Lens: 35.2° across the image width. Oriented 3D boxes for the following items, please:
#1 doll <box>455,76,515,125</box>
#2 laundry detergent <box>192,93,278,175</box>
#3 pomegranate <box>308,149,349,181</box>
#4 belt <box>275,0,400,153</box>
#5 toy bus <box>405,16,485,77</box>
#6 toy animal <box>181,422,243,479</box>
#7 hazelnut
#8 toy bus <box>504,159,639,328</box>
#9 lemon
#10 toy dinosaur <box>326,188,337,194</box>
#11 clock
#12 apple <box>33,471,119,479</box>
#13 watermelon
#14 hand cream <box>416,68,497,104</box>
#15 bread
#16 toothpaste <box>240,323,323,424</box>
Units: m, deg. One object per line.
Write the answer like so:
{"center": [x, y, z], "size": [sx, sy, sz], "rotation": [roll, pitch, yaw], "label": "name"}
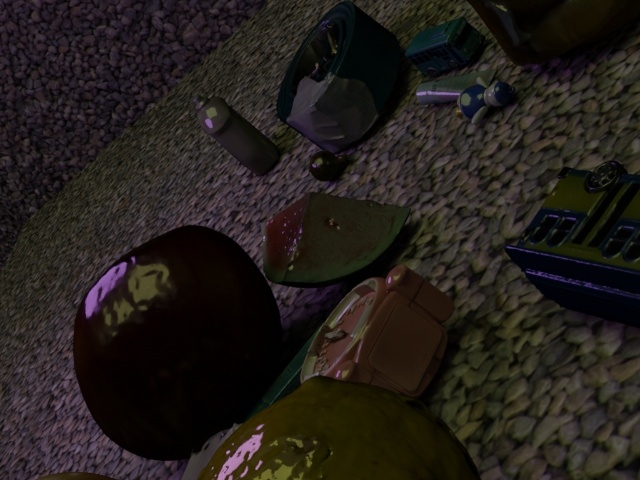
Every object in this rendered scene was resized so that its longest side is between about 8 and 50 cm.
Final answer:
{"center": [0.306, -0.263, 1.871], "size": [0.143, 0.058, 0.098], "rotation": [-15, 62, 51], "label": "doll"}
{"center": [-0.225, -0.282, 2.566], "size": [0.091, 0.253, 0.181], "rotation": [-45, 24, 11], "label": "laundry detergent"}
{"center": [0.017, -0.166, 2.212], "size": [0.085, 0.073, 0.073], "rotation": [-12, 41, 31], "label": "pomegranate"}
{"center": [0.041, -0.381, 2.363], "size": [0.300, 0.173, 0.436], "rotation": [-47, 19, 27], "label": "belt"}
{"center": [0.260, -0.408, 2.119], "size": [0.160, 0.092, 0.079], "rotation": [-4, 51, 58], "label": "toy bus"}
{"center": [-0.124, 0.382, 1.528], "size": [0.208, 0.156, 0.204], "rotation": [-45, 21, 53], "label": "toy animal"}
{"center": [-0.254, 0.191, 1.812], "size": [0.421, 0.353, 0.420], "rotation": [-20, 52, 28], "label": "hazelnut"}
{"center": [0.382, 0.009, 1.231], "size": [0.175, 0.138, 0.288], "rotation": [-53, 24, -11], "label": "toy bus"}
{"center": [0.011, 0.338, 1.131], "size": [0.387, 0.350, 0.349], "rotation": [-49, 18, 42], "label": "lemon"}
{"center": [-0.016, -0.046, 2.128], "size": [0.058, 0.037, 0.180], "rotation": [-1, 56, 29], "label": "toy dinosaur"}
{"center": [0.075, 0.172, 1.539], "size": [0.227, 0.142, 0.241], "rotation": [-60, 16, -24], "label": "clock"}
{"center": [-0.397, 0.526, 1.593], "size": [0.338, 0.305, 0.338], "rotation": [-41, 24, 22], "label": "apple"}
{"center": [0.000, 0.000, 1.855], "size": [0.256, 0.176, 0.260], "rotation": [-25, -4, -26], "label": "watermelon"}
{"center": [0.270, -0.304, 2.017], "size": [0.174, 0.047, 0.076], "rotation": [-4, 49, 47], "label": "hand cream"}
{"center": [0.357, -0.465, 1.736], "size": [0.210, 0.341, 0.301], "rotation": [-50, 24, -26], "label": "bread"}
{"center": [-0.054, 0.264, 1.688], "size": [0.266, 0.065, 0.050], "rotation": [-50, 24, -2], "label": "toothpaste"}
